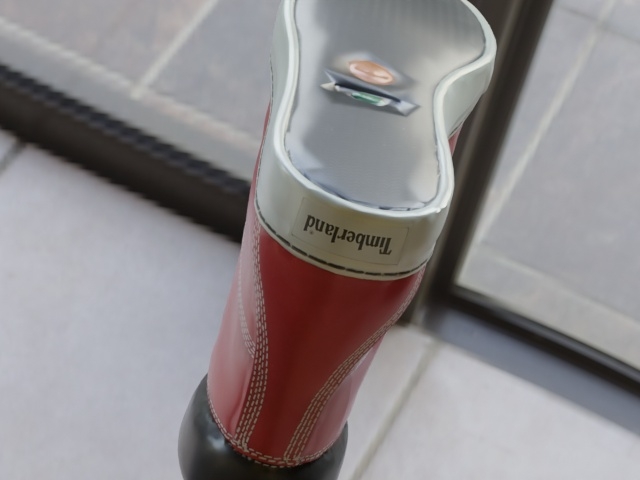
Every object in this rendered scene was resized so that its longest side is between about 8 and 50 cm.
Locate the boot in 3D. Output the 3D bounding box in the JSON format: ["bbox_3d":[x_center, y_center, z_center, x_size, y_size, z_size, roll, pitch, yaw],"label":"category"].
[{"bbox_3d":[0.000,0.000,0.716,0.088,0.176,0.244,18,31,-1],"label":"boot"}]
